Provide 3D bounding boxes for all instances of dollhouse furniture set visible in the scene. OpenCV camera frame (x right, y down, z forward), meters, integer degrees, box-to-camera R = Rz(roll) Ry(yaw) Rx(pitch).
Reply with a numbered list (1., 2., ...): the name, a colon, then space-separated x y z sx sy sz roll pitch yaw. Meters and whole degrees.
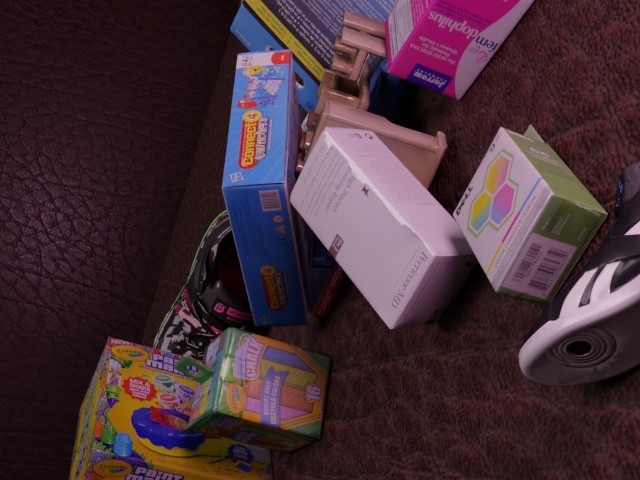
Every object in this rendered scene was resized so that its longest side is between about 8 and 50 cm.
1. dollhouse furniture set: 0.072 -0.161 1.199 0.242 0.160 0.212 -84 13 -57

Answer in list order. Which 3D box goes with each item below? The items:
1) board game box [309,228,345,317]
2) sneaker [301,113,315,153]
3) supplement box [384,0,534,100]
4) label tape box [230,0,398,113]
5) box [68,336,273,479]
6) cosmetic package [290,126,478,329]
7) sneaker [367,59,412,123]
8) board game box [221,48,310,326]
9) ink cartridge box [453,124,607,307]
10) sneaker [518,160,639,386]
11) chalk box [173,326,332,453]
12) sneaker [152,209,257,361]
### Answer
1. board game box: 0.000 0.000 1.459 0.281 0.027 0.145 -112 41 -64
2. sneaker: 0.036 -0.246 1.517 0.232 0.090 0.115 -56 15 21
3. supplement box: 0.178 -0.300 1.073 0.220 0.111 0.114 125 155 -45
4. label tape box: 0.028 -0.369 1.345 0.115 0.249 0.348 -40 -5 -36
5. box: -0.252 0.344 1.455 0.279 0.289 0.177 -105 37 -58
6. cosmetic package: 0.069 -0.019 1.012 0.231 0.085 0.117 52 129 35
7. sneaker: 0.105 -0.215 1.317 0.209 0.069 0.082 -43 68 40
8. board game box: -0.073 -0.079 1.338 0.308 0.086 0.302 82 -174 -46
9. ink cartridge box: 0.192 -0.040 0.862 0.209 0.062 0.109 -103 34 -59
10. sneaker: 0.236 0.018 0.672 0.217 0.079 0.121 -46 27 39
11. chalk box: -0.111 0.218 1.276 0.132 0.213 0.132 138 146 -58
12. sneaker: -0.206 0.154 1.678 0.202 0.185 0.483 167 118 -74
